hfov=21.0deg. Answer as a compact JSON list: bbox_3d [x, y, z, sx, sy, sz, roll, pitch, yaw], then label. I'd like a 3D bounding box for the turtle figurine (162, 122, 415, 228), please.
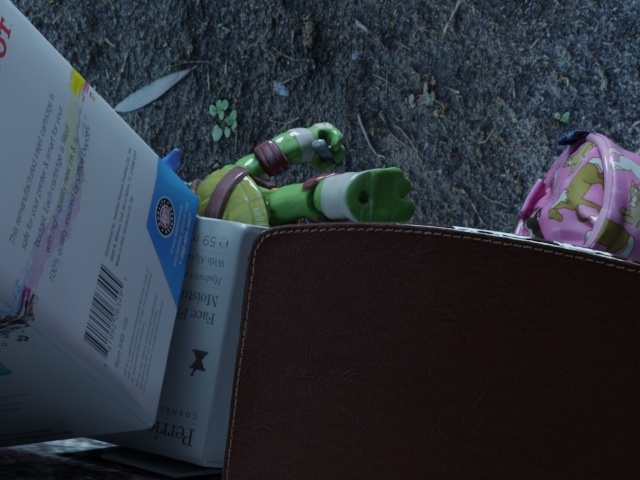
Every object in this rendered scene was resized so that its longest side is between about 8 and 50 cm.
[{"bbox_3d":[0.000,0.000,1.553,0.274,0.198,0.266,48,-18,-29],"label":"turtle figurine"}]

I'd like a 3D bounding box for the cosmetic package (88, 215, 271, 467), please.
[{"bbox_3d":[-0.090,0.076,1.355,0.151,0.183,0.151,8,-3,34],"label":"cosmetic package"}]

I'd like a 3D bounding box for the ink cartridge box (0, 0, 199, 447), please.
[{"bbox_3d":[-0.246,-0.007,1.183,0.197,0.198,0.270,-10,-37,27],"label":"ink cartridge box"}]

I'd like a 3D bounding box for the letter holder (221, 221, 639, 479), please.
[{"bbox_3d":[0.109,0.100,1.047,0.302,0.214,0.152,7,3,32],"label":"letter holder"}]

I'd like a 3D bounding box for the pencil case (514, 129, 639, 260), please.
[{"bbox_3d":[0.388,0.019,1.734,0.386,0.167,0.160,19,-38,-21],"label":"pencil case"}]

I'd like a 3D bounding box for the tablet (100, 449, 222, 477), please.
[{"bbox_3d":[-0.122,0.169,1.320,0.083,0.006,0.054,7,3,39],"label":"tablet"}]
